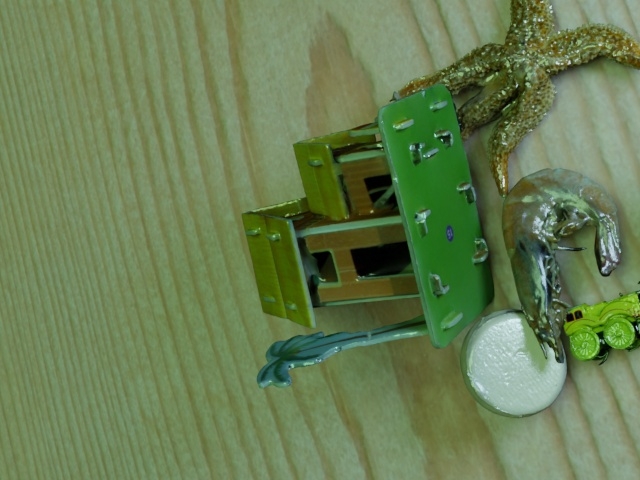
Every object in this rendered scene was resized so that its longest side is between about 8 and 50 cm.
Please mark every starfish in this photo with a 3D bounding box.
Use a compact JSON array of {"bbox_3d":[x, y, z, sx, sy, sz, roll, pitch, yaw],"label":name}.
[{"bbox_3d":[0.233,-0.223,1.297,0.293,0.084,0.301,-47,69,18],"label":"starfish"}]

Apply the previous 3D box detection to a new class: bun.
[{"bbox_3d":[0.243,0.160,1.261,0.138,0.094,0.138,1,77,-3],"label":"bun"}]

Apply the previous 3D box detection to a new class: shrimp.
[{"bbox_3d":[0.302,0.027,1.217,0.143,0.052,0.251,-8,77,18],"label":"shrimp"}]

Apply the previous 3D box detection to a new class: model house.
[{"bbox_3d":[0.000,0.000,1.246,0.324,0.340,0.300,-8,103,34],"label":"model house"}]

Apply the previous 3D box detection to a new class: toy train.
[{"bbox_3d":[0.416,0.083,1.179,0.250,0.053,0.085,-21,72,29],"label":"toy train"}]
